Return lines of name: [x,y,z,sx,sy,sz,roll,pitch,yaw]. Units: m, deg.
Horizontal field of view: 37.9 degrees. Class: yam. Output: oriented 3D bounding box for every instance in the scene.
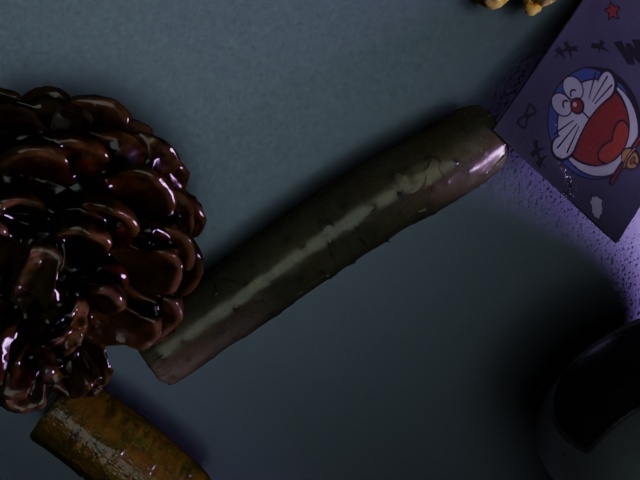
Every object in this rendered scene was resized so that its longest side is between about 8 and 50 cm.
yam: [0.000,0.000,0.836,0.371,0.083,0.083,-32,107,-4]

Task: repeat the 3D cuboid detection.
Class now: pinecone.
pinecone: [-0.209,-0.001,0.710,0.243,0.257,0.244,1,104,5]

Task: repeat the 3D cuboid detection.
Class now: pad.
pad: [0.279,-0.144,0.859,0.170,0.006,0.245,40,77,-16]

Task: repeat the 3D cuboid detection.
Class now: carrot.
carrot: [-0.179,0.197,0.850,0.173,0.082,0.082,42,92,-10]

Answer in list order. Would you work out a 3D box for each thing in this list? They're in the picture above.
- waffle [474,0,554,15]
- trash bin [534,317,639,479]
waffle: [0.159,-0.316,0.803,0.229,0.057,0.219,42,93,-16]
trash bin: [0.383,0.271,0.877,0.280,0.280,0.432,-26,110,-4]
